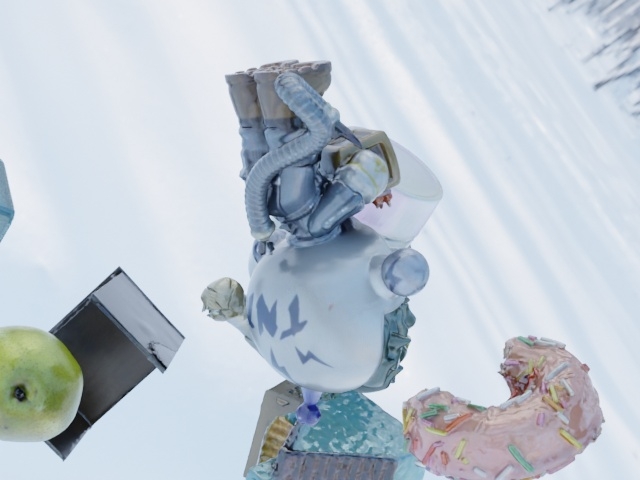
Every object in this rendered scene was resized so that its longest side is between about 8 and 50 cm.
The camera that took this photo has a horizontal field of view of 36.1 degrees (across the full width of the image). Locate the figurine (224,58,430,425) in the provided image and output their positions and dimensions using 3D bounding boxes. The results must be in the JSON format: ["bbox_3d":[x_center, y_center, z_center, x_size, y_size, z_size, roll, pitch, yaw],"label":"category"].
[{"bbox_3d":[0.000,-0.001,1.051,0.261,0.186,0.382,24,-53,63],"label":"figurine"}]

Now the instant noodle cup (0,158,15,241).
[{"bbox_3d":[-0.456,-0.038,1.271,0.070,0.157,0.179,17,29,-37],"label":"instant noodle cup"}]

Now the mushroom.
[{"bbox_3d":[-0.120,0.134,1.683,0.223,0.081,0.092,46,13,-42],"label":"mushroom"}]

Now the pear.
[{"bbox_3d":[-0.468,0.225,1.543,0.198,0.198,0.198,45,22,-24],"label":"pear"}]

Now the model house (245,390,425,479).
[{"bbox_3d":[-0.028,0.364,1.367,0.248,0.280,0.230,-7,28,-41],"label":"model house"}]

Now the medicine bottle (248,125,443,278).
[{"bbox_3d":[0.042,-0.014,1.637,0.241,0.302,0.241,26,27,-14],"label":"medicine bottle"}]

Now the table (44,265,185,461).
[{"bbox_3d":[-0.411,0.214,1.772,0.196,0.250,0.282,49,3,-5],"label":"table"}]

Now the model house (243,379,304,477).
[{"bbox_3d":[0.030,0.343,1.600,0.248,0.181,0.176,22,17,19],"label":"model house"}]

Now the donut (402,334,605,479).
[{"bbox_3d":[0.213,0.191,1.117,0.199,0.233,0.085,21,-49,54],"label":"donut"}]
